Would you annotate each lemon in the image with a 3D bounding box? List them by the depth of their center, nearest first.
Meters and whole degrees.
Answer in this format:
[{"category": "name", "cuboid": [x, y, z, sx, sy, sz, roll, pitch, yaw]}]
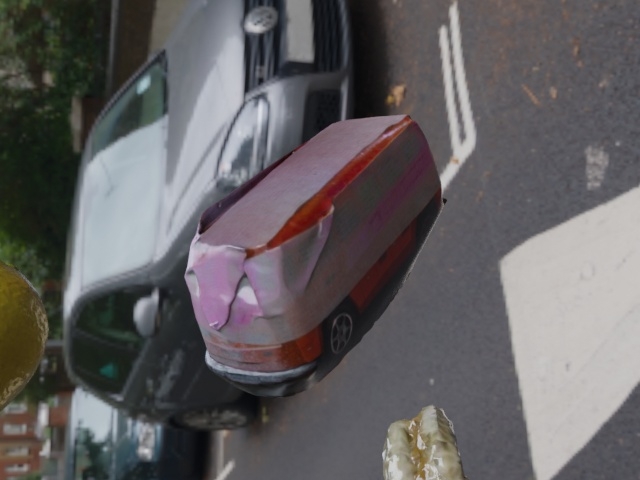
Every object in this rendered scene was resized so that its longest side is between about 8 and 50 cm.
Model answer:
[{"category": "lemon", "cuboid": [-0.548, 0.156, 1.326, 0.319, 0.245, 0.245, -59, -4, -35]}]

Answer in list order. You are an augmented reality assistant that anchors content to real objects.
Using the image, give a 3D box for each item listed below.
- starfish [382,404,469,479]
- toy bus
[{"category": "starfish", "cuboid": [0.050, 0.210, 0.273, 0.113, 0.303, 0.311, 59, -160, -55]}, {"category": "toy bus", "cuboid": [0.000, 0.000, 0.823, 0.128, 0.303, 0.147, 3, 121, 34]}]
